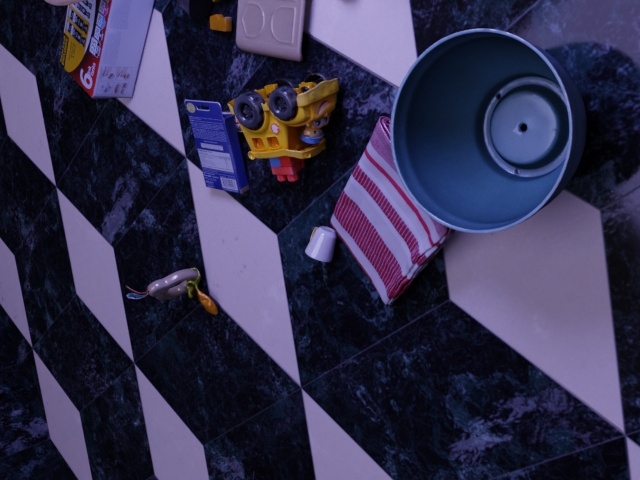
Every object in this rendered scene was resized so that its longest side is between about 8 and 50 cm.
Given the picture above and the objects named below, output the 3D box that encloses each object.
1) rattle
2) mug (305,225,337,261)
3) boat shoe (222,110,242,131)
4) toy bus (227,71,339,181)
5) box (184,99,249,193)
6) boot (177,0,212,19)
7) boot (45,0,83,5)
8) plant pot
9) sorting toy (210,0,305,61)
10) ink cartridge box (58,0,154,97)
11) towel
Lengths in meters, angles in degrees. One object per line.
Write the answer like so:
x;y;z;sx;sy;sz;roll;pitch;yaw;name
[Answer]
-0.391;0.159;1.708;0.130;0.199;0.143;-24;84;43;rattle
0.000;0.001;1.414;0.078;0.062;0.064;29;110;27;mug
-0.187;-0.278;1.529;0.137;0.043;0.049;21;111;37;boat shoe
-0.059;-0.229;1.368;0.220;0.149;0.212;1;114;40;toy bus
-0.246;-0.227;1.562;0.136;0.036;0.225;15;127;40;box
-0.326;-0.701;1.519;0.280;0.096;0.264;55;152;24;boot
-0.576;-0.687;1.599;0.211;0.295;0.104;39;163;42;boot
0.284;-0.170;1.019;0.293;0.196;0.293;12;108;41;plant pot
-0.135;-0.525;1.429;0.307;0.041;0.229;24;120;40;sorting toy
-0.600;-0.587;1.775;0.272;0.130;0.310;43;125;28;ink cartridge box
0.124;-0.041;1.239;0.237;0.037;0.329;56;148;19;towel
